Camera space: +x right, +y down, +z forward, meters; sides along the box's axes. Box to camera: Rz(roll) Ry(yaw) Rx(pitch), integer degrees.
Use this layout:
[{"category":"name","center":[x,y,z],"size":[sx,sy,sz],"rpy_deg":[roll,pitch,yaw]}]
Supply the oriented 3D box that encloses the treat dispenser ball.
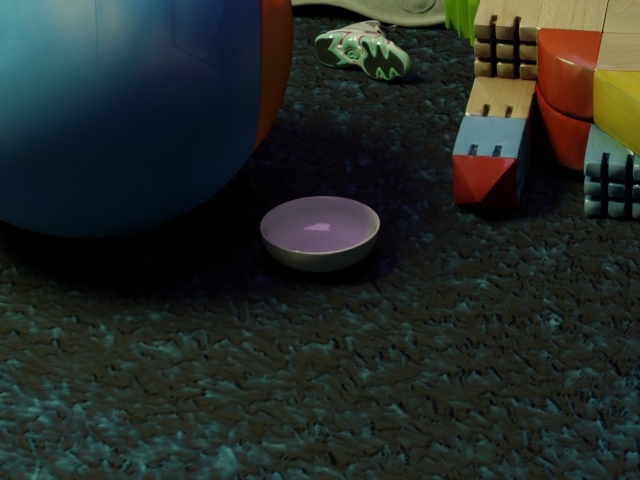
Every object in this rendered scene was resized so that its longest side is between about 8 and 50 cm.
[{"category":"treat dispenser ball","center":[-0.162,-0.145,1.194],"size":[0.288,0.288,0.288],"rpy_deg":[-1,29,1]}]

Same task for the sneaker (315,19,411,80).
[{"category":"sneaker","center":[0.051,-0.171,1.487],"size":[0.098,0.038,0.069],"rpy_deg":[20,37,34]}]

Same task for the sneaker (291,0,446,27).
[{"category":"sneaker","center":[0.044,-0.277,1.608],"size":[0.295,0.105,0.147],"rpy_deg":[4,34,20]}]

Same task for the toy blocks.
[{"category":"toy blocks","center":[0.258,-0.119,1.276],"size":[0.381,0.191,0.261],"rpy_deg":[5,41,13]}]

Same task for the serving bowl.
[{"category":"serving bowl","center":[0.000,0.000,1.192],"size":[0.083,0.027,0.083],"rpy_deg":[-1,28,1]}]
